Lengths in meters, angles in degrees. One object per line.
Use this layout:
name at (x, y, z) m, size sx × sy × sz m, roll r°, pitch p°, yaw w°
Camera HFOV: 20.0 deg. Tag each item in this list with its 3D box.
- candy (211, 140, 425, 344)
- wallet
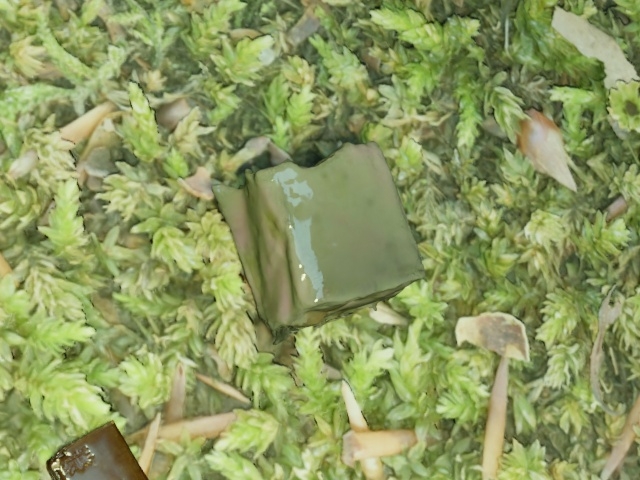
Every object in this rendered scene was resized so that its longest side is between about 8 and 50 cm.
candy at (0.000, 0.000, 2.053) m, size 0.185 × 0.137 × 0.195 m, roll -14°, pitch 80°, yaw -29°
wallet at (-0.209, 0.284, 1.912) m, size 0.095 × 0.026 × 0.176 m, roll -29°, pitch 85°, yaw -29°
